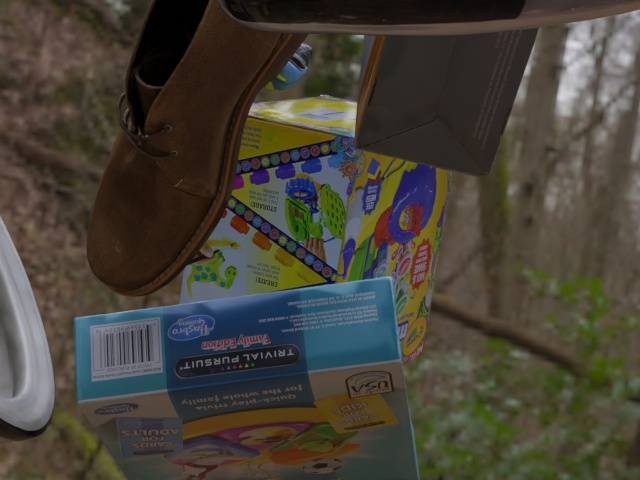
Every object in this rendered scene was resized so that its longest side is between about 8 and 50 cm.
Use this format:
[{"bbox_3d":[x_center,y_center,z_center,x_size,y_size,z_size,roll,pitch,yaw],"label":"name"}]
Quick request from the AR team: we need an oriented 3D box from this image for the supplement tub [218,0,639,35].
[{"bbox_3d":[0.043,-0.243,0.587,0.194,0.316,0.193,-3,13,1],"label":"supplement tub"}]

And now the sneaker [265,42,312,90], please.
[{"bbox_3d":[-0.086,-0.241,1.669,0.188,0.078,0.067,44,-40,2],"label":"sneaker"}]

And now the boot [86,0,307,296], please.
[{"bbox_3d":[-0.115,-0.086,1.116,0.112,0.305,0.115,39,27,22],"label":"boot"}]

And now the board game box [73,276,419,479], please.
[{"bbox_3d":[-0.048,0.154,1.343,0.254,0.079,0.336,-7,-29,3],"label":"board game box"}]

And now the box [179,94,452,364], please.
[{"bbox_3d":[0.000,0.000,1.666,0.177,0.279,0.290,14,13,23],"label":"box"}]

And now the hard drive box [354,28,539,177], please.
[{"bbox_3d":[0.088,-0.183,0.993,0.089,0.181,0.232,13,37,-4],"label":"hard drive box"}]

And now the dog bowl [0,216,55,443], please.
[{"bbox_3d":[-0.374,0.003,1.232,0.150,0.408,0.408,-27,-7,4],"label":"dog bowl"}]
